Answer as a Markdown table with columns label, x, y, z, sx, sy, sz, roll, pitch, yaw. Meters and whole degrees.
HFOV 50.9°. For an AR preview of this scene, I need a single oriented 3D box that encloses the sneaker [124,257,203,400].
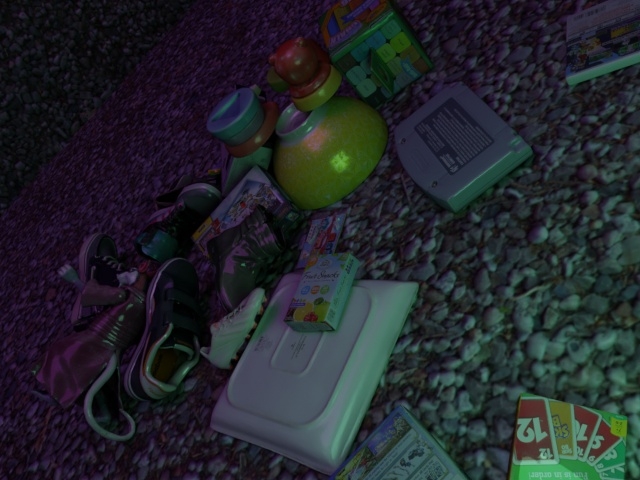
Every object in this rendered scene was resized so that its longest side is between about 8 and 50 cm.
| label | x | y | z | sx | sy | sz | roll | pitch | yaw |
| --- | --- | --- | --- | --- | --- | --- | --- | --- | --- |
| sneaker | -0.307 | 0.183 | 1.429 | 0.127 | 0.126 | 0.321 | -13 | 57 | 44 |

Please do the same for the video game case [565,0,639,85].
| label | x | y | z | sx | sy | sz | roll | pitch | yaw |
| --- | --- | --- | --- | --- | --- | --- | --- | --- | --- |
| video game case | 0.538 | -0.373 | 1.191 | 0.201 | 0.023 | 0.183 | -14 | 46 | 36 |

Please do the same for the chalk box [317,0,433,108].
| label | x | y | z | sx | sy | sz | roll | pitch | yaw |
| --- | --- | --- | --- | --- | --- | --- | --- | --- | --- |
| chalk box | 0.128 | -0.444 | 1.547 | 0.179 | 0.180 | 0.289 | -34 | 38 | 18 |

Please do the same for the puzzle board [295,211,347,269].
| label | x | y | z | sx | sy | sz | roll | pitch | yaw |
| --- | --- | --- | --- | --- | --- | --- | --- | --- | --- |
| puzzle board | 0.000 | 0.000 | 1.387 | 0.096 | 0.011 | 0.128 | -11 | 48 | 39 |

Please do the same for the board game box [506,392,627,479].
| label | x | y | z | sx | sy | sz | roll | pitch | yaw |
| --- | --- | --- | --- | --- | --- | --- | --- | --- | --- |
| board game box | 0.266 | 0.307 | 0.746 | 0.124 | 0.039 | 0.260 | 11 | 61 | 13 |

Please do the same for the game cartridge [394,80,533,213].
| label | x | y | z | sx | sy | sz | roll | pitch | yaw |
| --- | --- | --- | --- | --- | --- | --- | --- | --- | --- |
| game cartridge | 0.250 | -0.178 | 1.270 | 0.196 | 0.060 | 0.294 | -35 | 36 | 10 |

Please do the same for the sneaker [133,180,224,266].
| label | x | y | z | sx | sy | sz | roll | pitch | yaw |
| --- | --- | --- | --- | --- | --- | --- | --- | --- | --- |
| sneaker | -0.366 | -0.024 | 1.678 | 0.295 | 0.123 | 0.178 | -30 | 33 | 39 |

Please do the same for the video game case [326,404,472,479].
| label | x | y | z | sx | sy | sz | roll | pitch | yaw |
| --- | --- | --- | --- | --- | --- | --- | --- | --- | --- |
| video game case | 0.088 | 0.391 | 0.870 | 0.269 | 0.061 | 0.244 | -46 | 36 | 0 |

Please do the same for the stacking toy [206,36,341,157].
| label | x | y | z | sx | sy | sz | roll | pitch | yaw |
| --- | --- | --- | --- | --- | --- | --- | --- | --- | --- |
| stacking toy | -0.130 | -0.351 | 1.487 | 0.309 | 0.130 | 0.280 | -35 | 37 | 13 |

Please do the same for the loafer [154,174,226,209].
| label | x | y | z | sx | sy | sz | roll | pitch | yaw |
| --- | --- | --- | --- | --- | --- | --- | --- | --- | --- |
| loafer | -0.329 | -0.121 | 1.778 | 0.267 | 0.084 | 0.096 | -23 | 39 | 30 |

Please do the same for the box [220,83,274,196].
| label | x | y | z | sx | sy | sz | roll | pitch | yaw |
| --- | --- | --- | --- | --- | --- | --- | --- | --- | --- |
| box | -0.191 | -0.249 | 1.697 | 0.290 | 0.087 | 0.169 | -100 | 27 | -49 |

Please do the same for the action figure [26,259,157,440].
| label | x | y | z | sx | sy | sz | roll | pitch | yaw |
| --- | --- | --- | --- | --- | --- | --- | --- | --- | --- |
| action figure | -0.465 | 0.202 | 1.464 | 0.275 | 0.248 | 0.370 | 12 | 67 | 49 |

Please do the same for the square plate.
| label | x | y | z | sx | sy | sz | roll | pitch | yaw |
| --- | --- | --- | --- | --- | --- | --- | --- | --- | --- |
| square plate | -0.029 | 0.202 | 1.188 | 0.344 | 0.049 | 0.347 | 2 | 57 | 46 |

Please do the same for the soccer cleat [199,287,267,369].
| label | x | y | z | sx | sy | sz | roll | pitch | yaw |
| --- | --- | --- | --- | --- | --- | --- | --- | --- | --- |
| soccer cleat | -0.167 | 0.164 | 1.281 | 0.196 | 0.076 | 0.068 | -60 | 4 | 23 |

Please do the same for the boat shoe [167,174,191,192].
| label | x | y | z | sx | sy | sz | roll | pitch | yaw |
| --- | --- | --- | --- | --- | --- | --- | --- | --- | --- |
| boat shoe | -0.415 | -0.138 | 1.917 | 0.038 | 0.046 | 0.125 | -6 | 49 | 42 |

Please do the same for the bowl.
| label | x | y | z | sx | sy | sz | roll | pitch | yaw |
| --- | --- | --- | --- | --- | --- | --- | --- | --- | --- |
| bowl | -0.010 | -0.228 | 1.497 | 0.289 | 0.156 | 0.290 | -28 | 39 | 25 |

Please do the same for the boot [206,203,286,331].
| label | x | y | z | sx | sy | sz | roll | pitch | yaw |
| --- | --- | --- | --- | --- | --- | --- | --- | --- | --- |
| boot | -0.138 | 0.048 | 1.371 | 0.161 | 0.083 | 0.247 | -34 | 56 | 17 |

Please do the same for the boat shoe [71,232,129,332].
| label | x | y | z | sx | sy | sz | roll | pitch | yaw |
| --- | --- | --- | --- | --- | --- | --- | --- | --- | --- |
| boat shoe | -0.548 | 0.095 | 1.779 | 0.158 | 0.127 | 0.341 | -25 | 48 | 18 |

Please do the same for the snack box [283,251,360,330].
| label | x | y | z | sx | sy | sz | roll | pitch | yaw |
| --- | --- | --- | --- | --- | --- | --- | --- | --- | --- |
| snack box | 0.002 | 0.090 | 1.188 | 0.100 | 0.037 | 0.141 | -5 | 51 | 42 |

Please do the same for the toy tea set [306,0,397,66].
| label | x | y | z | sx | sy | sz | roll | pitch | yaw |
| --- | --- | --- | --- | --- | --- | --- | --- | --- | --- |
| toy tea set | 0.066 | -0.527 | 1.781 | 0.336 | 0.124 | 0.200 | -36 | 7 | 20 |

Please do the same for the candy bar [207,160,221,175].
| label | x | y | z | sx | sy | sz | roll | pitch | yaw |
| --- | --- | --- | --- | --- | --- | --- | --- | --- | --- |
| candy bar | -0.263 | -0.198 | 1.791 | 0.040 | 0.018 | 0.161 | -10 | 17 | 10 |

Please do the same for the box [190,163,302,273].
| label | x | y | z | sx | sy | sz | roll | pitch | yaw |
| --- | --- | --- | --- | --- | --- | --- | --- | --- | --- |
| box | -0.169 | -0.033 | 1.493 | 0.233 | 0.044 | 0.159 | -46 | 58 | 12 |
